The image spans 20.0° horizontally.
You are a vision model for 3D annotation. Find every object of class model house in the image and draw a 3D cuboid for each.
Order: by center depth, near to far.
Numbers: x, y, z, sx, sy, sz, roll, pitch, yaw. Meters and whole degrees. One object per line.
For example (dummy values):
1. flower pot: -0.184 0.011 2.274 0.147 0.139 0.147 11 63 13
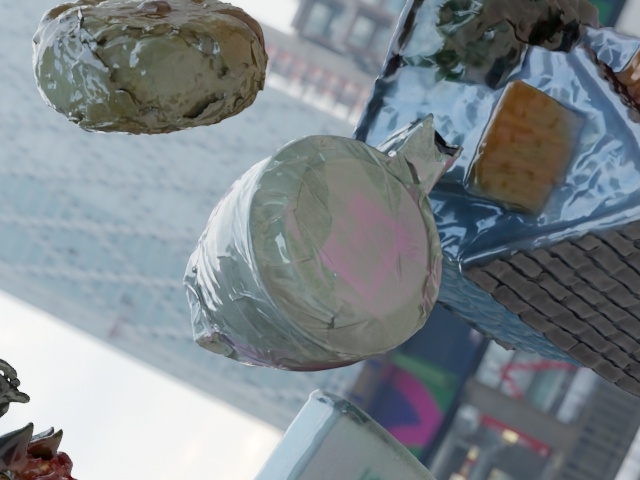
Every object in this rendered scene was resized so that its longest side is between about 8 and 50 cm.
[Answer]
1. model house: 0.259 -0.040 1.492 0.360 0.339 0.297 36 -101 -46

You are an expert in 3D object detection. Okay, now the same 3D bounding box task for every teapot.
1. teapot: -0.012 -0.004 1.360 0.178 0.163 0.221 -27 42 53

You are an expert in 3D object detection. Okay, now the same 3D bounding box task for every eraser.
1. eraser: -0.016 0.310 1.737 0.189 0.104 0.290 45 -107 -36

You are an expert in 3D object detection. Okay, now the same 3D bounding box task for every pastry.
1. pastry: -0.107 -0.114 1.152 0.153 0.153 0.081 -37 -52 -69

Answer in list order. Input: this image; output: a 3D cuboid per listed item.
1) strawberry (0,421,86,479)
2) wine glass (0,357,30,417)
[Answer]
1. strawberry: -0.212 0.292 1.320 0.233 0.306 0.138 -24 -2 23
2. wine glass: -0.254 0.176 0.999 0.156 0.156 0.232 93 -179 -66
